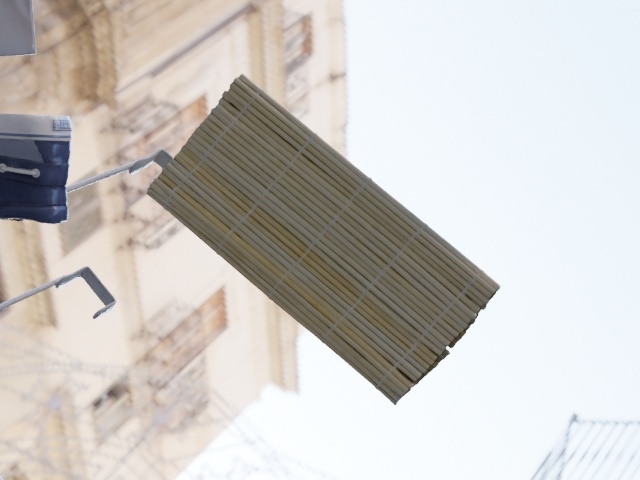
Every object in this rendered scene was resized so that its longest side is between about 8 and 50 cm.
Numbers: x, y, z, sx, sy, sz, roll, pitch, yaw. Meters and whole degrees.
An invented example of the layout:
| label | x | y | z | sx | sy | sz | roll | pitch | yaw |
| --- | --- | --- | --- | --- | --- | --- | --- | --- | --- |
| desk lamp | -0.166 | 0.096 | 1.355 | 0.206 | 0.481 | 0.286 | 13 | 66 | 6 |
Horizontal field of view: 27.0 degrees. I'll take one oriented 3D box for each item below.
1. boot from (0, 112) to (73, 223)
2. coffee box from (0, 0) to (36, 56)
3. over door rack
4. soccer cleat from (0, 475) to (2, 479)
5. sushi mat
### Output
| label | x | y | z | sx | sy | sz | roll | pitch | yaw |
| --- | --- | --- | --- | --- | --- | --- | --- | --- | --- |
| boot | -0.282 | -0.059 | 1.052 | 0.190 | 0.069 | 0.086 | 5 | -85 | 27 |
| coffee box | -0.392 | -0.333 | 1.344 | 0.119 | 0.168 | 0.297 | 21 | -64 | 62 |
| over door rack | -0.316 | 0.003 | 1.299 | 0.108 | 0.324 | 0.239 | 60 | -43 | 20 |
| soccer cleat | -0.196 | 0.158 | 0.719 | 0.029 | 0.083 | 0.035 | -36 | -85 | 36 |
| sushi mat | 0.000 | 0.000 | 1.231 | 0.316 | 0.019 | 0.151 | 40 | -79 | 5 |
